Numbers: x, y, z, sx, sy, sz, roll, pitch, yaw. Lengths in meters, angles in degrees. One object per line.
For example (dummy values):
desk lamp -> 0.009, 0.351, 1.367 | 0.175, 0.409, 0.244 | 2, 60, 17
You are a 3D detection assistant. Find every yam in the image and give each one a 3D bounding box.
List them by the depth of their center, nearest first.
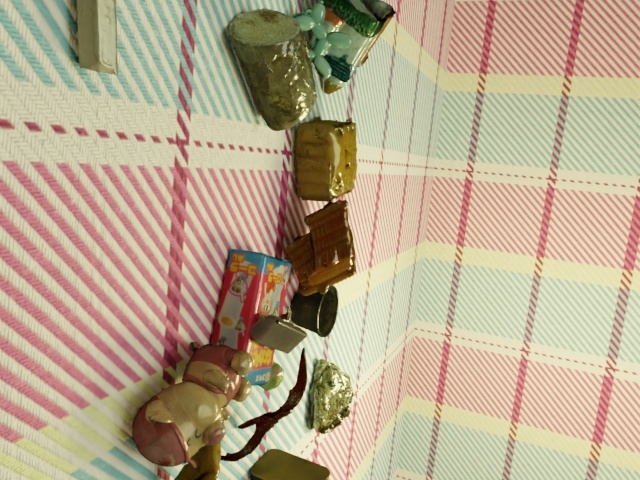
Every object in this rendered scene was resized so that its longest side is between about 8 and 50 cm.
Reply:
yam -> -0.091, -0.372, 1.192 | 0.254, 0.154, 0.154 | 67, 38, -49

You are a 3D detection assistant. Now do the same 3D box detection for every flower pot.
flower pot -> -0.021, 0.202, 1.637 | 0.157, 0.107, 0.157 | -33, 128, -58

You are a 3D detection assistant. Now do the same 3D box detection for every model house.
model house -> 0.056, -0.540, 1.513 | 0.291, 0.185, 0.253 | -61, -178, 31
model house -> 0.000, 0.001, 1.513 | 0.229, 0.200, 0.219 | 72, 0, -47

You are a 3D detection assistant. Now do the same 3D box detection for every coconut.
coconut -> -0.135, 0.353, 1.445 | 0.083, 0.082, 0.081 | 2, 103, -45

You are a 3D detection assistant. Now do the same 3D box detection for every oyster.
oyster -> 0.028, 0.541, 1.914 | 0.198, 0.112, 0.267 | 13, 94, -48

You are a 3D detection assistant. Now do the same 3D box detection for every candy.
candy -> -0.166, 0.182, 1.279 | 0.157, 0.100, 0.305 | 23, 76, -69

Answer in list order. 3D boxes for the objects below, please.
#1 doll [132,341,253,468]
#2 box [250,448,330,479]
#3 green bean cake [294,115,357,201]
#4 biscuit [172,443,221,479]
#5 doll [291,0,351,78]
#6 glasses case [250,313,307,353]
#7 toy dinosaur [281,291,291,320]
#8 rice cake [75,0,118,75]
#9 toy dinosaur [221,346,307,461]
doll -> -0.238, 0.323, 1.060 | 0.256, 0.152, 0.196 | -47, 127, -38
box -> -0.087, 0.678, 1.531 | 0.144, 0.201, 0.090 | -21, 121, -67
green bean cake -> 0.022, -0.229, 1.542 | 0.230, 0.131, 0.224 | -35, 129, -62
biscuit -> -0.266, 0.461, 1.143 | 0.039, 0.174, 0.183 | 37, 21, -24
doll -> -0.006, -0.503, 1.359 | 0.159, 0.159, 0.059 | -59, -167, 24
glasses case -> -0.092, 0.214, 1.258 | 0.072, 0.042, 0.190 | -37, 154, 3
toy dinosaur -> -0.105, 0.190, 1.410 | 0.220, 0.032, 0.108 | -142, -111, -74
rice cake -> -0.310, -0.361, 0.758 | 0.052, 0.057, 0.256 | -29, 125, -65
toy dinosaur -> -0.139, 0.403, 1.328 | 0.327, 0.113, 0.206 | -37, -176, -6
